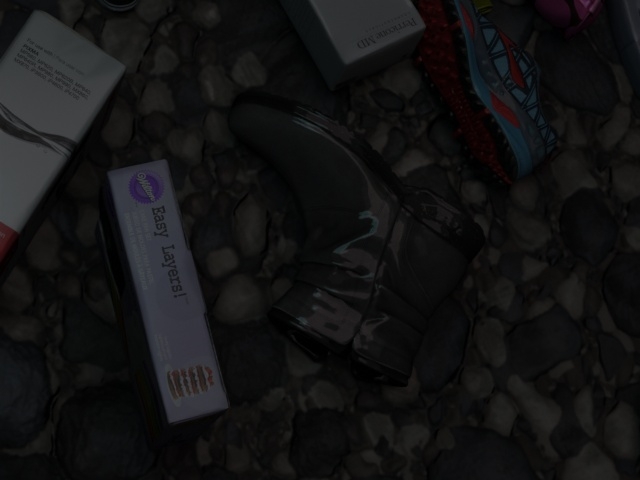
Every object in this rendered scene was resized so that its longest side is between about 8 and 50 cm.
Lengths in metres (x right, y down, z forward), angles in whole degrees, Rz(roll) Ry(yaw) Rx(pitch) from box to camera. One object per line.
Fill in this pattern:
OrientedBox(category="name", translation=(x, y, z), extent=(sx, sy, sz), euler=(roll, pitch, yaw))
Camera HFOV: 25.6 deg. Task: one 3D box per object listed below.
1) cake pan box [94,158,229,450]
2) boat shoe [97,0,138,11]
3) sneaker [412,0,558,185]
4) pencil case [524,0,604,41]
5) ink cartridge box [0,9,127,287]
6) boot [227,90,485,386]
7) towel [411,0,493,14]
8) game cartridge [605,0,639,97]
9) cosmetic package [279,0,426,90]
OrientedBox(category="cake pan box", translation=(-0.167, 0.068, 1.434), extent=(0.070, 0.246, 0.267), euler=(-12, 80, -16))
OrientedBox(category="boat shoe", translation=(-0.256, -0.375, 1.611), extent=(0.080, 0.076, 0.228), euler=(-12, 80, -16))
OrientedBox(category="sneaker", translation=(0.197, -0.197, 1.677), extent=(0.125, 0.104, 0.262), euler=(-23, 91, -35))
OrientedBox(category="pencil case", translation=(0.260, -0.341, 1.715), extent=(0.209, 0.098, 0.095), euler=(44, 71, -1))
OrientedBox(category="ink cartridge box", translation=(-0.323, -0.075, 1.457), extent=(0.114, 0.197, 0.273), euler=(31, 72, -6))
OrientedBox(category="boot", translation=(0.000, 0.000, 1.565), extent=(0.338, 0.118, 0.223), euler=(33, 77, 1))
OrientedBox(category="towel", translation=(0.088, -0.294, 1.702), extent=(0.237, 0.021, 0.102), euler=(-18, 82, -17))
OrientedBox(category="game cartridge", translation=(0.456, -0.323, 1.783), extent=(0.196, 0.060, 0.294), euler=(-2, 77, -10))
OrientedBox(category="cosmetic package", translation=(0.013, -0.304, 1.635), extent=(0.117, 0.085, 0.231), euler=(-27, 79, -19))
